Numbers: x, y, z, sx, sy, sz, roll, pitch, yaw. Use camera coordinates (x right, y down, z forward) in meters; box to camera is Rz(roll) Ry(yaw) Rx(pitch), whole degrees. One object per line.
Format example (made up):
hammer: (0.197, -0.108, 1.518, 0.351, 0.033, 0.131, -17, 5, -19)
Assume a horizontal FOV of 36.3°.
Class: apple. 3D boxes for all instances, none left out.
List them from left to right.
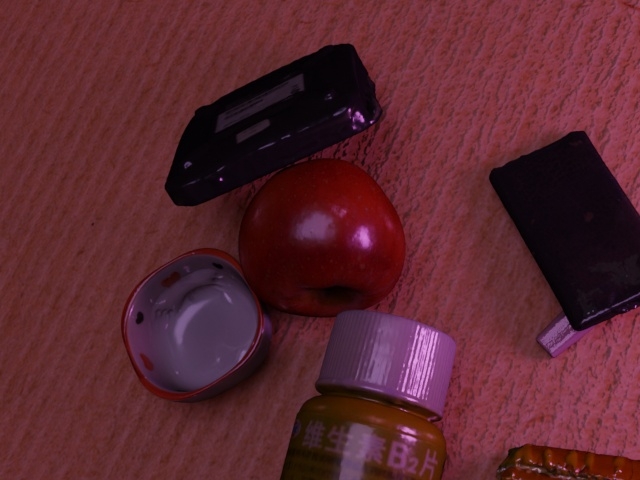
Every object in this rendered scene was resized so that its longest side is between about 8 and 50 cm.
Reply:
apple: (0.000, 0.000, 1.523, 0.261, 0.260, 0.216, -16, 59, 13)

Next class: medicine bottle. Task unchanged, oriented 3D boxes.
medicine bottle: (0.065, 0.309, 1.397, 0.224, 0.224, 0.384, 8, 72, 22)

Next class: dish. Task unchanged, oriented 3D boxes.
dish: (-0.192, 0.149, 1.608, 0.256, 0.117, 0.256, -7, 67, 17)

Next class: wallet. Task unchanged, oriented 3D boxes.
wallet: (0.396, -0.022, 1.492, 0.171, 0.044, 0.321, -28, 52, 8)

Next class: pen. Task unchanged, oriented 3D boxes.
pen: (0.410, 0.097, 1.467, 0.197, 0.032, 0.053, -42, 61, 3)

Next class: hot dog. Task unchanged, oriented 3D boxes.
hot dog: (0.378, 0.352, 1.358, 0.269, 0.072, 0.115, 3, 79, 20)

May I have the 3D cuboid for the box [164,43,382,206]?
box: (-0.080, -0.198, 1.617, 0.359, 0.091, 0.350, -24, 23, 10)
